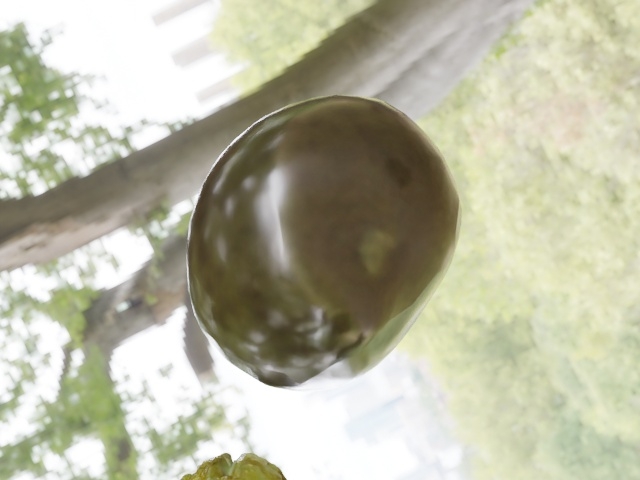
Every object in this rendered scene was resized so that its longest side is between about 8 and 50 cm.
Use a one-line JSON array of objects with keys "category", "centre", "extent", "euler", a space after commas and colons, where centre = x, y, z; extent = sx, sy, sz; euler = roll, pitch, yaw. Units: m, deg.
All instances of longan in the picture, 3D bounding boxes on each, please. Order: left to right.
[{"category": "longan", "centre": [0.000, 0.000, 1.799], "extent": [0.336, 0.404, 0.404], "euler": [38, -170, -23]}]

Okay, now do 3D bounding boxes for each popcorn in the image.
[{"category": "popcorn", "centre": [-0.128, 0.415, 2.015], "extent": [0.183, 0.204, 0.221], "euler": [30, -138, -9]}]
